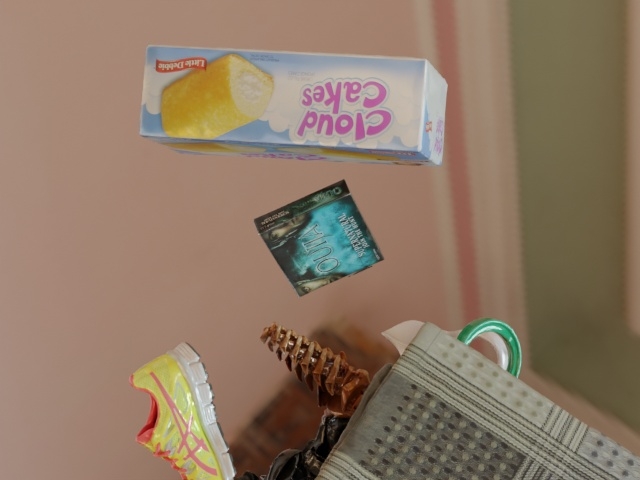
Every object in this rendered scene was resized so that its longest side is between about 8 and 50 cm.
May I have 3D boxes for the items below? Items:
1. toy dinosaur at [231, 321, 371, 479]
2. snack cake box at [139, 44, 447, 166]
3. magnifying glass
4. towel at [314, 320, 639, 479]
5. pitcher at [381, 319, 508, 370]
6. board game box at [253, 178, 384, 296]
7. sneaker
[{"bbox_3d":[0.027,0.218,1.912,0.322,0.218,0.164,48,-27,-5],"label":"toy dinosaur"},{"bbox_3d":[-0.022,-0.124,1.845,0.264,0.089,0.152,3,-4,11],"label":"snack cake box"},{"bbox_3d":[0.189,0.205,2.302,0.026,0.092,0.231,12,-79,58],"label":"magnifying glass"},{"bbox_3d":[0.160,0.247,1.800,0.324,0.312,0.056,34,-48,5],"label":"towel"},{"bbox_3d":[0.173,0.212,2.548,0.177,0.125,0.207,-1,-77,40],"label":"pitcher"},{"bbox_3d":[0.000,0.000,2.493,0.186,0.126,0.026,60,7,-58],"label":"board game box"},{"bbox_3d":[-0.156,0.223,2.184,0.081,0.094,0.209,176,-104,-72],"label":"sneaker"}]
